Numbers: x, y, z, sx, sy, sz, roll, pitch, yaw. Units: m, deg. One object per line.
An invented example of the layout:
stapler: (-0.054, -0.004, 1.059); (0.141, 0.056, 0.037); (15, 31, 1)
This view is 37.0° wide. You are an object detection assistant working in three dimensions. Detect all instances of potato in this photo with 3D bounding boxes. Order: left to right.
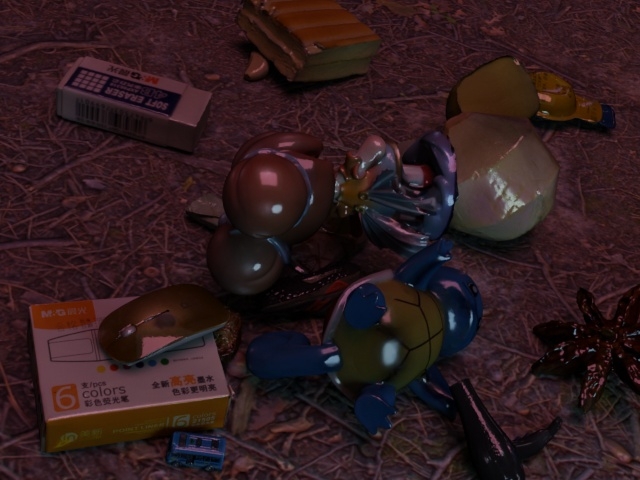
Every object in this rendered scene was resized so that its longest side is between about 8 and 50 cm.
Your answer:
potato: (0.360, -0.289, 2.082); (0.271, 0.111, 0.160); (-35, 87, -41)

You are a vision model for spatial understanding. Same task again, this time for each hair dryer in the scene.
hair dryer: (0.306, 0.295, 1.498); (0.219, 0.075, 0.195); (-8, 68, -43)

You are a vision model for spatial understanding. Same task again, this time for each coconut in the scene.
coconut: (0.323, -0.134, 1.832); (0.259, 0.259, 0.259); (8, 44, -8)

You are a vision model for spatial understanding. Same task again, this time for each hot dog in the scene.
hot dog: (0.000, 0.000, 1.719); (0.131, 0.069, 0.253); (36, 49, 8)

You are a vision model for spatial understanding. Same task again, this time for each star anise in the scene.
star anise: (0.495, 0.179, 1.617); (0.288, 0.088, 0.288); (-10, 48, 11)

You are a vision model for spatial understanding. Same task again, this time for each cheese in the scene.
cheese: (0.553, -0.321, 2.200); (0.270, 0.069, 0.177); (17, 44, -2)

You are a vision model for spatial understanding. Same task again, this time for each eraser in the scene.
eraser: (-0.363, -0.267, 1.874); (0.279, 0.081, 0.124); (16, 43, 1)

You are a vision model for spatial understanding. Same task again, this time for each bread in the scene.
bread: (-0.034, -0.458, 2.123); (0.246, 0.111, 0.239); (-18, 52, -43)

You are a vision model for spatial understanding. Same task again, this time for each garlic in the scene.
garlic: (-0.137, -0.380, 2.087); (0.053, 0.041, 0.083); (14, 50, 5)

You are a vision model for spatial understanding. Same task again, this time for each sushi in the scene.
sushi: (-0.152, 0.145, 1.529); (0.061, 0.060, 0.118); (-5, 46, -14)

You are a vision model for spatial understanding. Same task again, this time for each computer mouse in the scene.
computer mouse: (-0.229, 0.119, 1.413); (0.199, 0.045, 0.102); (-19, 50, -34)

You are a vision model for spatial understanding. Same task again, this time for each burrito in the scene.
burrito: (-0.179, -0.042, 1.724); (0.118, 0.044, 0.074); (30, 42, 19)

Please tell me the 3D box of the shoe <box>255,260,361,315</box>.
shoe: (-0.016, 0.097, 1.604); (0.194, 0.077, 0.074); (-18, 28, -26)

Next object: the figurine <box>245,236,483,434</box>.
figurine: (0.104, 0.160, 1.498); (0.416, 0.298, 0.243); (-14, 7, -23)

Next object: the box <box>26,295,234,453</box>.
box: (-0.290, 0.190, 1.421); (0.274, 0.091, 0.221); (-6, 47, -22)

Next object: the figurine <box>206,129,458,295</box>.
figurine: (0.014, -0.061, 1.543); (0.388, 0.277, 0.248); (1, 50, -17)

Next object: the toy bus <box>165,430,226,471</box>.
toy bus: (-0.178, 0.300, 1.372); (0.083, 0.046, 0.038); (10, 43, -8)

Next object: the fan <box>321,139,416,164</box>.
fan: (0.160, -0.165, 1.971); (0.329, 0.009, 0.191); (14, 44, -2)
